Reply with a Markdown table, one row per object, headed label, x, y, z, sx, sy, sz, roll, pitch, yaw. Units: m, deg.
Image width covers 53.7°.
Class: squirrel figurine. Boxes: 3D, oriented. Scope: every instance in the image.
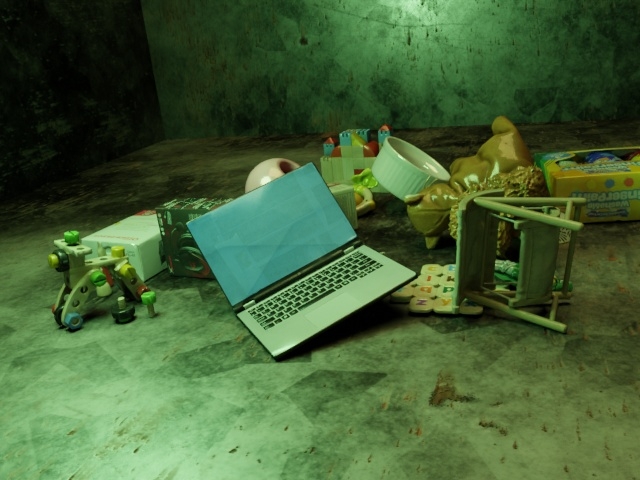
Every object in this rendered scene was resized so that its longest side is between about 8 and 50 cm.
| label | x | y | z | sx | sy | sz | roll | pitch | yaw |
| --- | --- | --- | --- | --- | --- | --- | --- | --- | --- |
| squirrel figurine | 0.430 | -0.114 | 1.783 | 0.371 | 0.281 | 0.397 | -22 | 26 | 9 |

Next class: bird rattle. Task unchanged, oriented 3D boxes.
| label | x | y | z | sx | sy | sz | roll | pitch | yaw |
| --- | --- | --- | --- | --- | --- | --- | --- | --- | --- |
| bird rattle | 0.096 | -0.156 | 2.285 | 0.254 | 0.143 | 0.207 | -12 | 36 | -7 |

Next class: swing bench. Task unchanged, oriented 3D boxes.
| label | x | y | z | sx | sy | sz | roll | pitch | yaw |
| --- | --- | --- | --- | --- | --- | --- | --- | --- | --- |
| swing bench | 0.426 | 0.034 | 1.380 | 0.255 | 0.253 | 0.165 | 9 | 27 | 21 |

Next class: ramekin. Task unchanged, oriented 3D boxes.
| label | x | y | z | sx | sy | sz | roll | pitch | yaw |
| --- | --- | --- | --- | --- | --- | --- | --- | --- | --- |
| ramekin | 0.317 | -0.242 | 2.269 | 0.277 | 0.135 | 0.277 | 27 | 23 | -13 |

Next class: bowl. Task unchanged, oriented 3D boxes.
| label | x | y | z | sx | sy | sz | roll | pitch | yaw |
| --- | --- | --- | --- | --- | --- | --- | --- | --- | --- |
| bowl | 0.668 | -0.053 | 1.869 | 0.170 | 0.080 | 0.170 | -6 | 18 | 2 |

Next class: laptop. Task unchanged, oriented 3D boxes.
| label | x | y | z | sx | sy | sz | roll | pitch | yaw |
| --- | --- | --- | --- | --- | --- | --- | --- | --- | --- |
| laptop | -0.057 | 0.023 | 1.514 | 0.382 | 0.236 | 0.408 | -29 | 26 | -17 |

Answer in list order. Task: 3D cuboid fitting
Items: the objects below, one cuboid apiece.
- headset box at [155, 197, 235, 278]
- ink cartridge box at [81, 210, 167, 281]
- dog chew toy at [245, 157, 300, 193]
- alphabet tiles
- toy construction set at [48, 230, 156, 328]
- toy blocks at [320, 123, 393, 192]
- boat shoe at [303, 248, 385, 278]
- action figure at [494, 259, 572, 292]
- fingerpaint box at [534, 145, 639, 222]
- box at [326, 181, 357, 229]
| label | x | y | z | sx | sy | sz | roll | pitch | yaw |
| --- | --- | --- | --- | --- | --- | --- | --- | --- | --- |
| headset box | -0.308 | -0.007 | 1.823 | 0.293 | 0.218 | 0.110 | 3 | 22 | 23 |
| ink cartridge box | -0.555 | 0.008 | 1.989 | 0.226 | 0.131 | 0.306 | 4 | 23 | 25 |
| dog chew toy | -0.160 | -0.084 | 1.899 | 0.207 | 0.331 | 0.206 | 25 | 33 | -17 |
| alphabet tiles | 0.321 | 0.120 | 1.565 | 0.284 | 0.021 | 0.278 | 0 | 20 | 16 |
| toy construction set | -0.594 | 0.066 | 1.671 | 0.258 | 0.237 | 0.309 | -12 | 20 | -17 |
| toy blocks | 0.148 | -0.333 | 2.554 | 0.382 | 0.260 | 0.191 | 3 | 21 | 24 |
| boat shoe | 0.074 | 0.067 | 1.680 | 0.285 | 0.089 | 0.104 | 1 | 19 | 27 |
| action figure | 0.493 | 0.080 | 1.533 | 0.232 | 0.063 | 0.137 | 20 | 23 | 23 |
| fingerpaint box | 0.954 | -0.192 | 2.051 | 0.445 | 0.163 | 0.371 | -3 | 19 | 9 |
| box | -0.010 | -0.092 | 2.081 | 0.232 | 0.148 | 0.127 | -15 | 20 | -25 |
